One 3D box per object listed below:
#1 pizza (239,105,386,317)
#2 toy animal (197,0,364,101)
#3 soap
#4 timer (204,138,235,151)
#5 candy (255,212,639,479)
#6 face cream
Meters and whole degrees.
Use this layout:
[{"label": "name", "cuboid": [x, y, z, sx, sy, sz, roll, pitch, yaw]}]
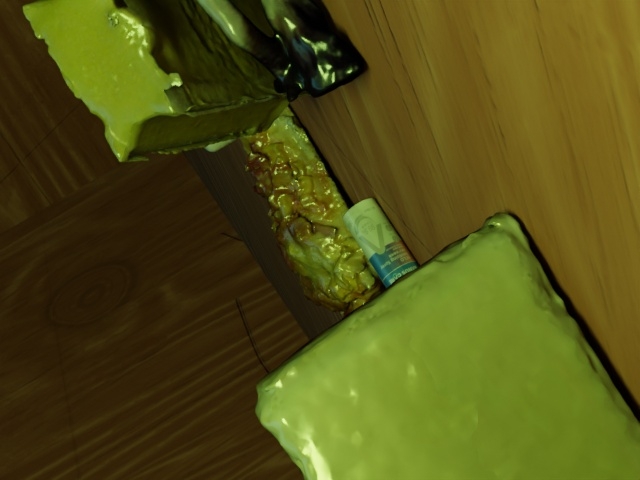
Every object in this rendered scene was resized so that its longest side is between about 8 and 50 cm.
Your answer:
[{"label": "pizza", "cuboid": [0.000, 0.000, 1.327, 0.289, 0.081, 0.229, 64, 172, -31]}, {"label": "toy animal", "cuboid": [-0.090, -0.226, 0.897, 0.324, 0.090, 0.195, 57, 180, 16]}, {"label": "soap", "cuboid": [-0.096, -0.140, 0.973, 0.135, 0.076, 0.233, 58, -155, 5]}, {"label": "timer", "cuboid": [-0.181, -0.242, 1.656, 0.253, 0.078, 0.178, 54, 170, 36]}, {"label": "candy", "cuboid": [0.109, 0.165, 0.755, 0.321, 0.179, 0.135, 58, 175, 8]}, {"label": "face cream", "cuboid": [0.065, 0.025, 1.129, 0.130, 0.034, 0.034, 58, 174, 16]}]
